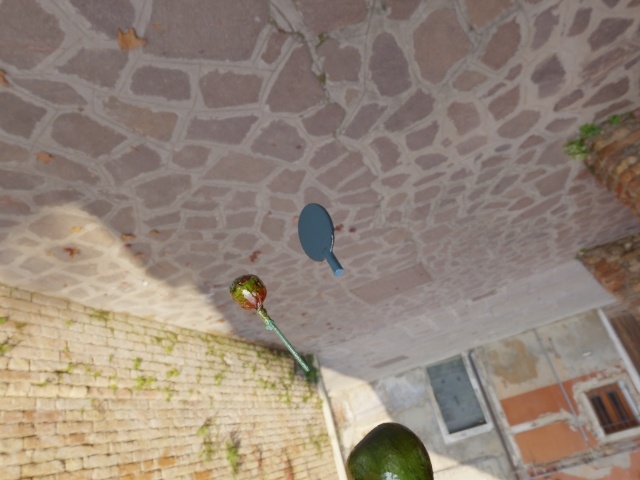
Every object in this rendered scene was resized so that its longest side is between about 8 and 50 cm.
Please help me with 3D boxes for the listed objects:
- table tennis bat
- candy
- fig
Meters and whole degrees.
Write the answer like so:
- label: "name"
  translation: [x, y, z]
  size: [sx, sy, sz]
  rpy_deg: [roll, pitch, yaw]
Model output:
- label: "table tennis bat"
  translation: [0.000, 0.000, 0.848]
  size: [0.019, 0.155, 0.100]
  rpy_deg: [-2, 137, -36]
- label: "candy"
  translation: [-0.081, 0.142, 0.802]
  size: [0.060, 0.201, 0.060]
  rpy_deg: [-37, 178, -1]
- label: "fig"
  translation: [0.189, 0.546, 1.083]
  size: [0.203, 0.235, 0.203]
  rpy_deg: [-16, 118, -33]
